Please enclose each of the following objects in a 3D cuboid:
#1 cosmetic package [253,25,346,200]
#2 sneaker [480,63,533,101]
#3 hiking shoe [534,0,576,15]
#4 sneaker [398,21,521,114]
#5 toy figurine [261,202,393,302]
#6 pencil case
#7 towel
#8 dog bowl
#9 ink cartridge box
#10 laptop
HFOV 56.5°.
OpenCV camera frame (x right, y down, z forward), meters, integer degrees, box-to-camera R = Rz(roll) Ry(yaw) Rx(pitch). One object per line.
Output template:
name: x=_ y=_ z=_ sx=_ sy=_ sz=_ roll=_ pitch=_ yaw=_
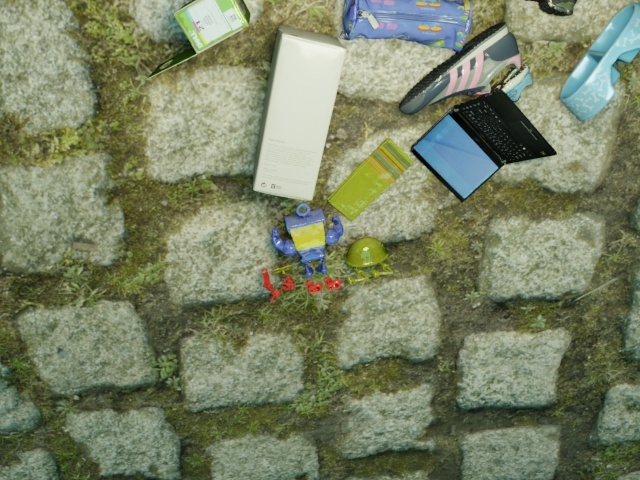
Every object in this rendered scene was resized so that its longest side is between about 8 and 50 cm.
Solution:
cosmetic package: x=-0.060 y=-0.305 z=1.424 sx=0.155 sy=0.197 sz=0.365 roll=10 pitch=116 yaw=-10
sneaker: x=0.473 y=-0.367 z=1.513 sx=0.162 sy=0.063 sz=0.073 roll=-41 pitch=119 yaw=17
hiking shoe: x=0.514 y=-0.619 z=1.391 sx=0.227 sy=0.086 sz=0.114 roll=21 pitch=99 yaw=-21
sneaker: x=0.348 y=-0.387 z=1.464 sx=0.319 sy=0.112 sz=0.131 roll=-35 pitch=111 yaw=13
toy figurine: x=0.000 y=0.000 z=1.591 sx=0.362 sy=0.191 sz=0.217 roll=-13 pitch=112 yaw=0
pencil case: x=0.199 y=-0.512 z=1.378 sx=0.306 sy=0.133 sz=0.119 roll=4 pitch=114 yaw=-8
towel: x=0.134 y=-0.160 z=1.608 sx=0.102 sy=0.021 sz=0.237 roll=40 pitch=107 yaw=-20
dog bowl: x=0.698 y=-0.437 z=1.447 sx=0.074 sy=0.166 sz=0.297 roll=30 pitch=111 yaw=-6
ink cartridge box: x=-0.289 y=-0.472 z=1.323 sx=0.255 sy=0.189 sz=0.097 roll=-26 pitch=116 yaw=8
laptop: x=0.412 y=-0.231 z=1.528 sx=0.234 sy=0.264 sz=0.136 roll=39 pitch=70 yaw=-23
